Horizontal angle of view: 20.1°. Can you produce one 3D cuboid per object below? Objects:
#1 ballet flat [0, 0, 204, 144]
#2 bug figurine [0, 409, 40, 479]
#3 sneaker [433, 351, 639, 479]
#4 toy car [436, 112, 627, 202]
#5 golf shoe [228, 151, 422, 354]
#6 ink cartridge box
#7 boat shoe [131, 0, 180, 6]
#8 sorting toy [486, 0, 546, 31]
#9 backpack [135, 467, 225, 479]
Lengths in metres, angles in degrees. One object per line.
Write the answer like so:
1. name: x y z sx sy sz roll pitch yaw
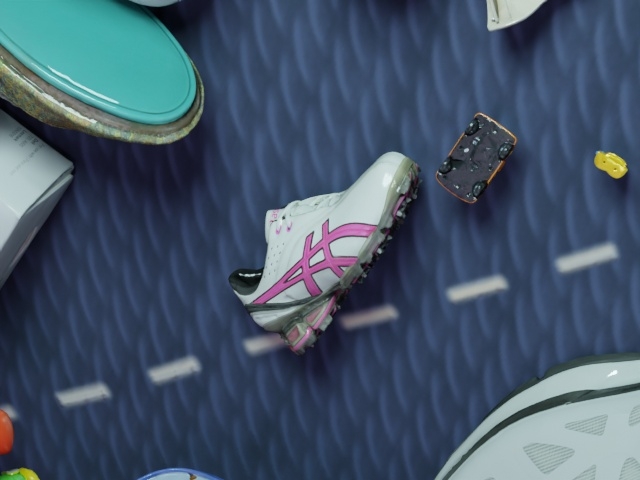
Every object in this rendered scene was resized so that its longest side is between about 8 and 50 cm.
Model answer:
1. ballet flat: -0.236 -0.163 1.259 0.348 0.123 0.123 34 124 1
2. bug figurine: -0.296 0.177 1.454 0.279 0.072 0.216 -11 115 53
3. sneaker: 0.210 0.192 1.188 0.447 0.257 0.169 -32 103 32
4. toy car: 0.143 -0.045 1.212 0.122 0.040 0.060 18 101 13
5. golf shoe: 0.000 0.000 1.276 0.086 0.067 0.186 37 124 0
6. ink cartridge box: -0.319 -0.050 1.355 0.219 0.092 0.160 37 124 -1
7. boat shoe: -0.205 -0.251 1.171 0.301 0.108 0.102 28 165 1
8. sorting toy: 0.132 -0.185 1.141 0.075 0.045 0.083 -12 113 18
9. backpack: -0.084 0.308 1.362 0.263 0.276 0.213 28 156 27
